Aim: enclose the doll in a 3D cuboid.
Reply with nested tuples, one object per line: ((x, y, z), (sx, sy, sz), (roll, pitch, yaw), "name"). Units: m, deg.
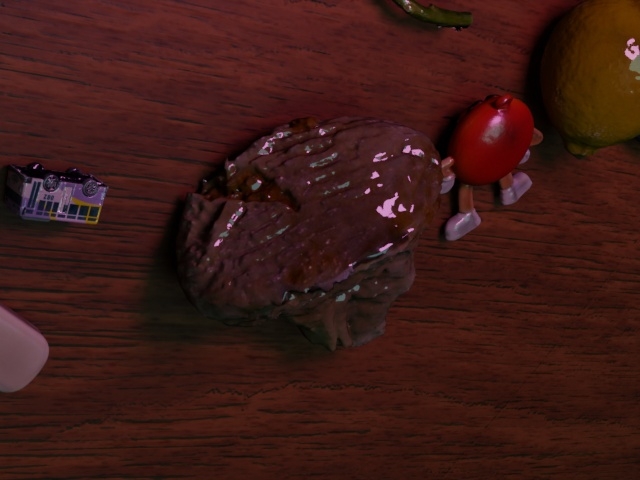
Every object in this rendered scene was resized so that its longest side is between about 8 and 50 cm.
((0.219, -0.113, 1.719), (0.183, 0.085, 0.217), (-31, 144, -18), "doll")

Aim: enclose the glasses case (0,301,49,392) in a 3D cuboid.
((-0.382, 0.094, 1.399), (0.083, 0.050, 0.196), (-51, 131, -2), "glasses case")

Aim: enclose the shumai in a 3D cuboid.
((0.000, 0.000, 1.594), (0.346, 0.217, 0.283), (-36, 160, -5), "shumai")

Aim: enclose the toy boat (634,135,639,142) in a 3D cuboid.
((0.528, -0.282, 1.834), (0.215, 0.123, 0.329), (-2, 111, -37), "toy boat")

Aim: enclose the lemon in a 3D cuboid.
((0.384, -0.224, 1.721), (0.184, 0.184, 0.248), (2, 127, -36), "lemon")

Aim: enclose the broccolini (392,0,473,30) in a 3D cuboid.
((0.103, -0.348, 1.534), (0.271, 0.062, 0.123), (34, 105, -35), "broccolini")

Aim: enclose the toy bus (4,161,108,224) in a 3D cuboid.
((-0.290, -0.049, 1.397), (0.102, 0.052, 0.058), (6, 107, -40), "toy bus")
